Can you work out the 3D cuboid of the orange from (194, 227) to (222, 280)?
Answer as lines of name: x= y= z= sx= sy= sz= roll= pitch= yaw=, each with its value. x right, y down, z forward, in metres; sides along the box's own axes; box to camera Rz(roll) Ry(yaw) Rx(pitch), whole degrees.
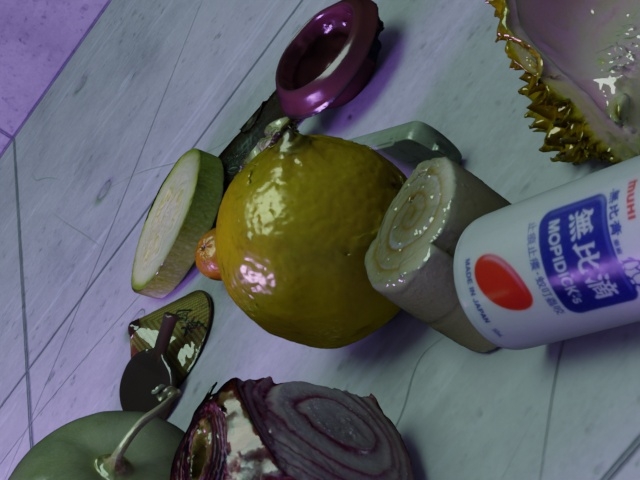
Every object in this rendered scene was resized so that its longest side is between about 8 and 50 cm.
orange: x=-0.141 y=0.018 z=1.750 sx=0.083 sy=0.070 sz=0.083 roll=-37 pitch=37 yaw=34

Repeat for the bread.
bread: x=0.131 y=0.014 z=1.190 sx=0.134 sy=0.141 sz=0.148 roll=-22 pitch=41 yaw=49

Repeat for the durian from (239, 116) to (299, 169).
durian: x=-0.056 y=-0.130 z=1.766 sx=0.110 sy=0.071 sz=0.140 roll=-56 pitch=9 yaw=-11

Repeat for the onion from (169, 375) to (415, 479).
onion: x=-0.030 y=0.259 z=1.136 sx=0.207 sy=0.216 sz=0.206 roll=-55 pitch=40 yaw=29

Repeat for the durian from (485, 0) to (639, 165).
durian: x=0.252 y=-0.229 z=1.205 sx=0.185 sy=0.196 sz=0.305 roll=-8 pitch=56 yaw=66

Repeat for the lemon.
lemon: x=0.001 y=0.003 z=1.333 sx=0.253 sy=0.229 sz=0.228 roll=79 pitch=-148 yaw=-67

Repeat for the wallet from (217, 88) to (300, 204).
wallet: x=-0.098 y=-0.165 z=1.927 sx=0.232 sy=0.031 sz=0.122 roll=-48 pitch=30 yaw=22

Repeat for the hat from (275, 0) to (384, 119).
hat: x=0.021 y=-0.251 z=1.750 sx=0.205 sy=0.089 sz=0.205 roll=-35 pitch=36 yaw=31

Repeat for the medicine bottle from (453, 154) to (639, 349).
medicine bottle: x=0.266 y=-0.003 z=0.985 sx=0.341 sy=0.130 sz=0.130 roll=-22 pitch=43 yaw=50

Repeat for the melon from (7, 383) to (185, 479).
melon: x=-0.218 y=0.320 z=1.306 sx=0.272 sy=0.308 sz=0.271 roll=-11 pitch=48 yaw=12

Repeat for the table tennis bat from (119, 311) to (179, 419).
table tennis bat: x=-0.265 y=0.176 z=1.680 sx=0.108 sy=0.119 sz=0.169 roll=22 pitch=97 yaw=37

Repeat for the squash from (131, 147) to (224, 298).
squash: x=-0.232 y=-0.028 z=1.965 sx=0.252 sy=0.049 sz=0.252 roll=-50 pitch=27 yaw=37

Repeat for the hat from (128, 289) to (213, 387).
hat: x=-0.244 y=0.140 z=1.782 sx=0.193 sy=0.082 sz=0.193 roll=-40 pitch=30 yaw=29

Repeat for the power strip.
power strip: x=0.083 y=-0.099 z=1.475 sx=0.227 sy=0.080 sz=0.029 roll=-9 pitch=51 yaw=57
